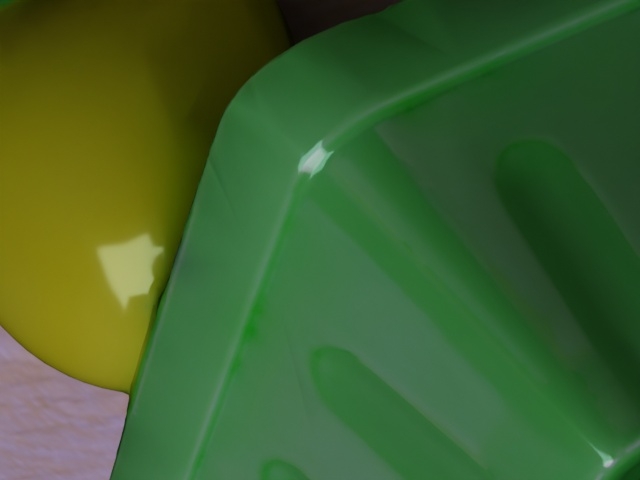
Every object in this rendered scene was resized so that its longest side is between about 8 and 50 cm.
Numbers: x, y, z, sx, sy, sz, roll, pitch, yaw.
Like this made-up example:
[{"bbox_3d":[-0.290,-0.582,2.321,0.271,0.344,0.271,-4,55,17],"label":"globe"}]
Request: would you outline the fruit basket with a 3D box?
[{"bbox_3d":[0.000,0.000,0.760,0.392,0.283,0.392,35,138,40],"label":"fruit basket"}]
